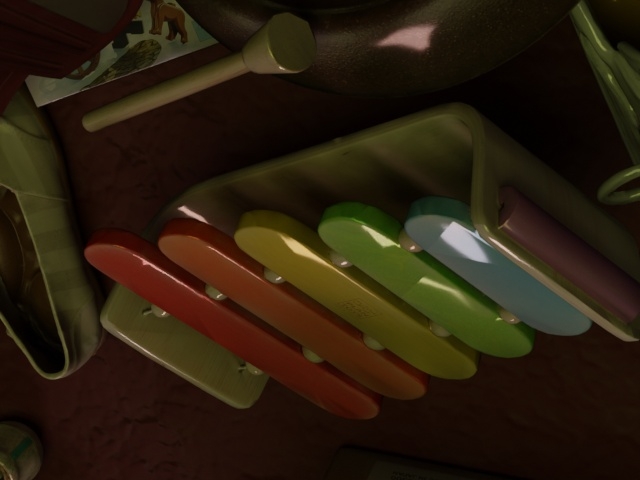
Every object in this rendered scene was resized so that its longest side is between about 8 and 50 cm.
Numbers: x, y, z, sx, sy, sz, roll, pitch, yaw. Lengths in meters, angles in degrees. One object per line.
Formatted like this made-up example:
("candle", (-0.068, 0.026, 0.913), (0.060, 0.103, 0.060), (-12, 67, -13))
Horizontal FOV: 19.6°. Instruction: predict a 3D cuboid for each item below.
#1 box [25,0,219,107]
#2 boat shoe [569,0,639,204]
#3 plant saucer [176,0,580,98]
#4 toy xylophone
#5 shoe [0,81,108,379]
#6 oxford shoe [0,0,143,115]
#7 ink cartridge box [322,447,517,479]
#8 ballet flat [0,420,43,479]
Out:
("box", (-0.082, -0.182, 0.994), (0.233, 0.044, 0.159), (-17, 107, 23))
("boat shoe", (0.187, -0.085, 0.892), (0.136, 0.156, 0.367), (-22, 105, 24))
("plant saucer", (0.008, -0.218, 0.857), (0.310, 0.050, 0.310), (7, 103, 31))
("toy xylophone", (0.000, 0.000, 0.947), (0.236, 0.081, 0.323), (30, 151, -23))
("shoe", (-0.184, -0.018, 1.088), (0.076, 0.058, 0.219), (-16, 107, 22))
("oxford shoe", (-0.229, -0.118, 1.001), (0.348, 0.123, 0.130), (-26, 68, 33))
("ink cartridge box", (0.093, 0.215, 1.031), (0.235, 0.193, 0.088), (9, 115, 12))
("ballet flat", (-0.243, 0.172, 1.193), (0.057, 0.052, 0.168), (44, 118, -5))
